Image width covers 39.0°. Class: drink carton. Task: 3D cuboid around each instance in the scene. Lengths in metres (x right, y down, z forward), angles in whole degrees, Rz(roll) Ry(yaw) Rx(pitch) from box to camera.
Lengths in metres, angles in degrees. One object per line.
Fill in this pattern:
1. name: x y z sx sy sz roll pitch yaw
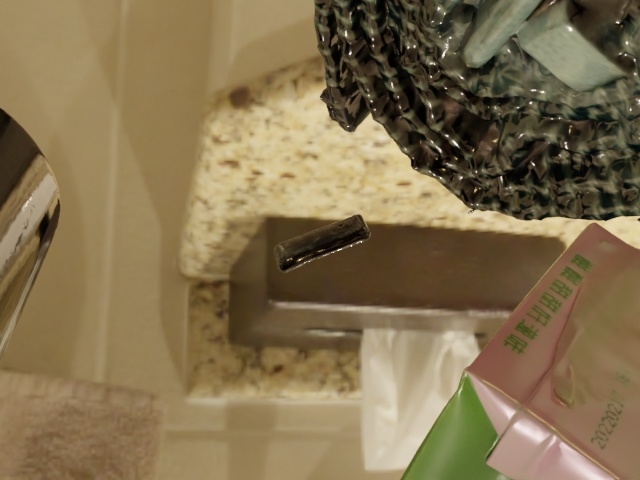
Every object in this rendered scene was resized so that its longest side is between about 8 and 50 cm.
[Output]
1. drink carton: 0.122 0.139 0.538 0.108 0.161 0.271 36 137 17

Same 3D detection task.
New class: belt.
1. belt: 0.122 -0.127 0.359 0.207 0.160 0.295 39 159 4

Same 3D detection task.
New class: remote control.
1. remote control: 0.000 0.000 0.876 0.096 0.039 0.014 -21 132 1

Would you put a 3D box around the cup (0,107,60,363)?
1. cup: -0.257 0.032 0.462 0.239 0.177 0.166 -23 124 29
